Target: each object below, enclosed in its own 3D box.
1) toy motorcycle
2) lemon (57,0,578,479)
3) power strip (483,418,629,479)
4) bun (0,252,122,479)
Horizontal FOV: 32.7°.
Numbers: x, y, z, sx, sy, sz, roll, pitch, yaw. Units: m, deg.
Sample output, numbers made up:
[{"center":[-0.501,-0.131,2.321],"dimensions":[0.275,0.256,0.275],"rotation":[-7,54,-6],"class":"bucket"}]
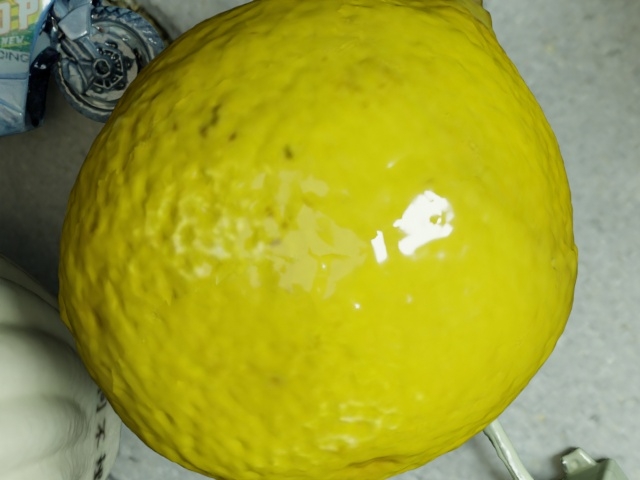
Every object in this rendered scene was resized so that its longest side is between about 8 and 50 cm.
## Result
[{"center":[-0.219,-0.117,0.634],"dimensions":[0.255,0.092,0.135],"rotation":[-10,102,8],"class":"toy motorcycle"},{"center":[-0.007,0.004,0.518],"dimensions":[0.254,0.228,0.228],"rotation":[-33,89,27],"class":"lemon"},{"center":[0.144,0.166,0.595],"dimensions":[0.075,0.042,0.175],"rotation":[-37,87,23],"class":"power strip"},{"center":[-0.200,0.112,0.647],"dimensions":[0.263,0.175,0.263],"rotation":[11,102,59],"class":"bun"}]
